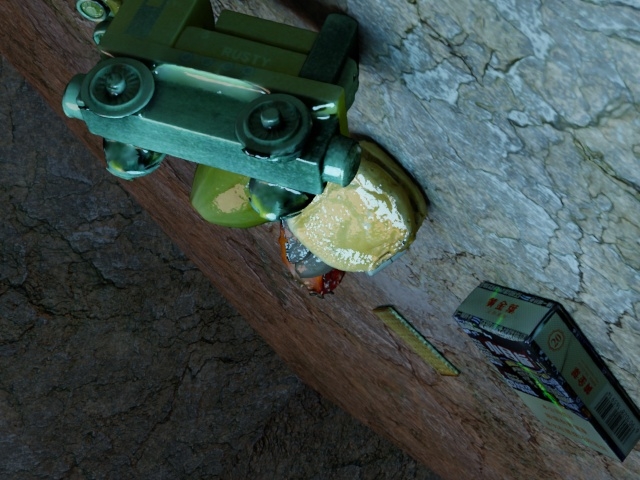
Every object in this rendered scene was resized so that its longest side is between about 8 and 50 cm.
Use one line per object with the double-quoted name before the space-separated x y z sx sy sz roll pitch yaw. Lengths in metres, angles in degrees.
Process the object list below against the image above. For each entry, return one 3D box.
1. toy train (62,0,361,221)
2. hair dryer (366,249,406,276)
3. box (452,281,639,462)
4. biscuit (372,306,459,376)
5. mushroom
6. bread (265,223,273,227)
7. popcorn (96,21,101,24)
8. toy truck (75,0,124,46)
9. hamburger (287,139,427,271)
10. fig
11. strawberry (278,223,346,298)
"toy train" -0.121 -0.188 1.217 0.397 0.253 0.160 16 152 14
"hair dryer" 0.088 -0.003 1.766 0.137 0.082 0.047 53 175 37
"box" 0.375 0.212 1.562 0.310 0.084 0.198 49 166 -25
"biscuit" 0.221 0.234 2.223 0.231 0.016 0.139 44 167 -5
"mushroom" -0.003 -0.027 1.803 0.141 0.117 0.188 -62 -41 -71
"bread" -0.139 -0.071 2.281 0.083 0.035 0.070 46 165 0
"popcorn" -0.394 -0.429 1.874 0.084 0.084 0.084 40 166 12
"toy truck" -0.269 -0.380 1.320 0.135 0.128 0.260 4 149 17
"hamburger" 0.052 -0.048 1.496 0.213 0.108 0.214 17 130 22
"fig" -0.110 -0.116 1.661 0.207 0.230 0.207 25 -151 -15
"strawberry" 0.000 0.000 1.988 0.190 0.111 0.237 45 148 40
